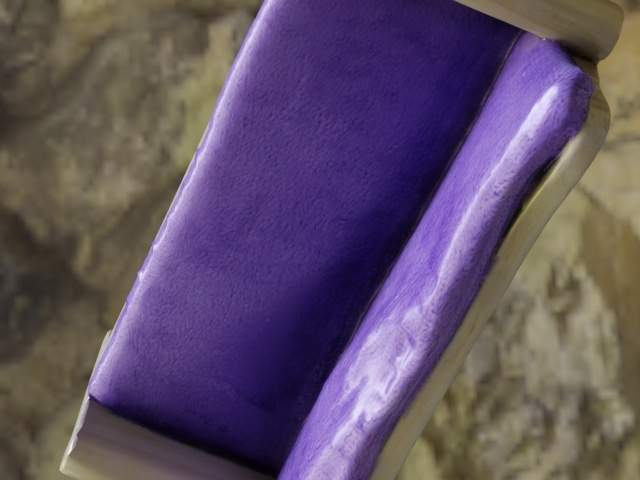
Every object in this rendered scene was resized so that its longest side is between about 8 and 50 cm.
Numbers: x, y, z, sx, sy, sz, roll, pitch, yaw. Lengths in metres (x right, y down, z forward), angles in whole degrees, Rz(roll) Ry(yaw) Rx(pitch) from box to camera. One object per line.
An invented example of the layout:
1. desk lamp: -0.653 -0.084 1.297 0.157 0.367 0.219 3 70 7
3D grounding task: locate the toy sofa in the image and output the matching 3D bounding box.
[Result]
1. toy sofa: 0.000 0.000 0.973 0.150 0.177 0.362 23 -59 -9
